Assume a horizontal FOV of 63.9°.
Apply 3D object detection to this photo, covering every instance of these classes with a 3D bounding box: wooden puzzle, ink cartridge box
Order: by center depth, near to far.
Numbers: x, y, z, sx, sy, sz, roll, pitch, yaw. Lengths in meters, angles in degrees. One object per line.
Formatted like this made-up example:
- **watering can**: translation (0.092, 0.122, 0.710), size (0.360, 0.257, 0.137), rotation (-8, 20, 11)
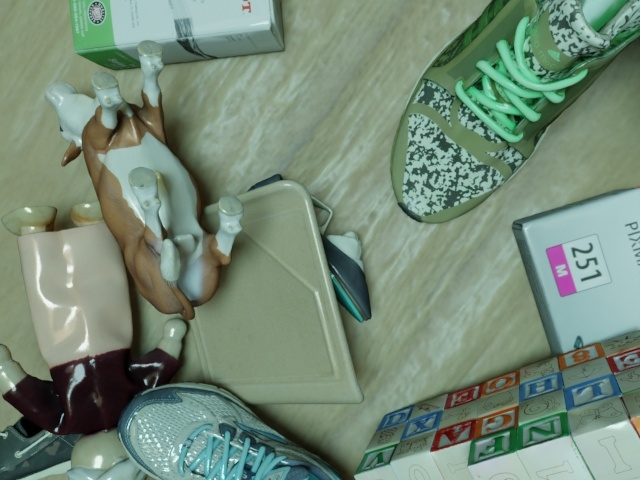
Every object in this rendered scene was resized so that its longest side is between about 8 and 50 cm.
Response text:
- **ink cartridge box**: translation (0.367, 0.075, 0.549), size (0.239, 0.060, 0.275), rotation (-18, 91, 8)
- **ink cartridge box**: translation (-0.155, -0.287, 0.567), size (0.220, 0.092, 0.160), rotation (-3, 94, 6)
- **wooden puzzle**: translation (-0.069, 0.070, 0.570), size (0.221, 0.044, 0.238), rotation (-14, 95, 37)

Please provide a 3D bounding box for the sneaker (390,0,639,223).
- **sneaker**: translation (0.190, -0.171, 0.461), size (0.158, 0.182, 0.410), rotation (38, 118, 4)

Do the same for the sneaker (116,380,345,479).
- **sneaker**: translation (-0.070, 0.232, 0.532), size (0.283, 0.122, 0.110), rotation (31, 69, -15)

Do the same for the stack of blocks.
- **stack of blocks**: translation (0.186, 0.198, 0.483), size (0.297, 0.171, 0.087), rotation (-27, 88, 23)

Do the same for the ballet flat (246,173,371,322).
- **ballet flat**: translation (0.000, 0.000, 0.581), size (0.203, 0.074, 0.074), rotation (44, 97, 8)

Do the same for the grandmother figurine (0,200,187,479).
- **grandmother figurine**: translation (-0.255, 0.131, 0.580), size (0.208, 0.104, 0.342), rotation (-8, 83, -18)

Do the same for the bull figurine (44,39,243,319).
- **bull figurine**: translation (-0.184, -0.071, 0.519), size (0.101, 0.188, 0.310), rotation (-25, 75, -32)

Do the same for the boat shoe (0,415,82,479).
- **boat shoe**: translation (-0.360, 0.254, 0.630), size (0.233, 0.084, 0.079), rotation (-20, 94, 0)
